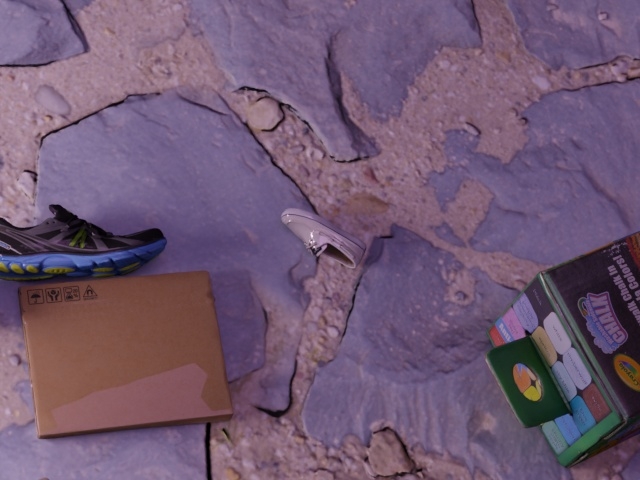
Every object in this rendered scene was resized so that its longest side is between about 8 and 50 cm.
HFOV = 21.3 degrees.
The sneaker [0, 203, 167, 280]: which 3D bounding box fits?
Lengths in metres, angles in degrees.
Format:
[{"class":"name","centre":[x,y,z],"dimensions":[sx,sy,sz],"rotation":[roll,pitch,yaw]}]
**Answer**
[{"class":"sneaker","centre":[-0.252,-0.002,1.761],"dimensions":[0.188,0.067,0.078],"rotation":[-1,72,-12]}]

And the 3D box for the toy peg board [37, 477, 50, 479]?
[{"class":"toy peg board","centre":[-0.290,0.318,1.598],"dimensions":[0.160,0.079,0.161],"rotation":[-24,74,-23]}]

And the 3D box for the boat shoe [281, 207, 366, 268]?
[{"class":"boat shoe","centre":[0.000,0.000,1.844],"dimensions":[0.100,0.035,0.035],"rotation":[28,59,-8]}]

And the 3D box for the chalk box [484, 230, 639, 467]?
[{"class":"chalk box","centre":[0.304,0.112,1.790],"dimensions":[0.289,0.179,0.180],"rotation":[-21,73,-21]}]

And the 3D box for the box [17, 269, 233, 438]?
[{"class":"box","centre":[-0.200,0.115,1.746],"dimensions":[0.201,0.021,0.164],"rotation":[-5,67,-17]}]
